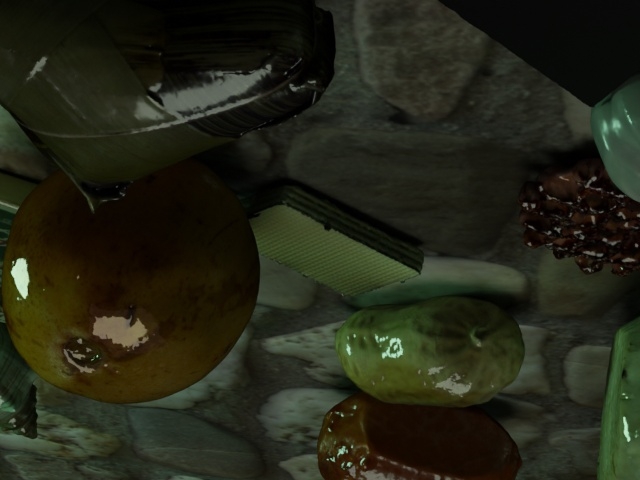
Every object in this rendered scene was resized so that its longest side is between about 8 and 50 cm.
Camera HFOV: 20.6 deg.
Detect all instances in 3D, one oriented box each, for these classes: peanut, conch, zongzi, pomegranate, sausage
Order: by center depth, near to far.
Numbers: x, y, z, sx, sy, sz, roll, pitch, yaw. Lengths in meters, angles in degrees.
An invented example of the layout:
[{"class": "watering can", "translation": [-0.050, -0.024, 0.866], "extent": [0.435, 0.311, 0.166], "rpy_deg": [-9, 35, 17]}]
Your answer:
[{"class": "zongzi", "translation": [-0.178, -0.182, 1.388], "extent": [0.289, 0.154, 0.317], "rpy_deg": [-21, 138, 34]}, {"class": "pomegranate", "translation": [-0.184, 0.032, 1.727], "extent": [0.264, 0.264, 0.264], "rpy_deg": [6, 156, 3]}, {"class": "peanut", "translation": [0.119, 0.126, 1.999], "extent": [0.224, 0.129, 0.129], "rpy_deg": [-7, 152, 29]}, {"class": "conch", "translation": [-0.408, 0.154, 2.235], "extent": [0.114, 0.234, 0.137], "rpy_deg": [-15, -168, -5]}, {"class": "sausage", "translation": [0.129, 0.277, 2.291], "extent": [0.268, 0.153, 0.141], "rpy_deg": [12, 155, -11]}]

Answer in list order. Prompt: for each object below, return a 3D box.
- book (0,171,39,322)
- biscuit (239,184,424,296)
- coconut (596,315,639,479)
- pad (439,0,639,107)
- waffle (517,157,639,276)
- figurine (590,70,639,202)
[{"class": "book", "translation": [-0.372, 0.015, 1.992], "extent": [0.260, 0.043, 0.371], "rpy_deg": [17, 154, -20]}, {"class": "biscuit", "translation": [0.000, 0.000, 1.854], "extent": [0.199, 0.041, 0.121], "rpy_deg": [27, 152, -34]}, {"class": "coconut", "translation": [0.453, 0.199, 1.874], "extent": [0.323, 0.323, 0.323], "rpy_deg": [6, 156, 3]}, {"class": "pad", "translation": [0.194, -0.214, 1.283], "extent": [0.202, 0.005, 0.300], "rpy_deg": [34, 151, -7]}, {"class": "waffle", "translation": [0.302, -0.026, 1.697], "extent": [0.221, 0.055, 0.234], "rpy_deg": [-11, 155, 32]}, {"class": "figurine", "translation": [0.342, -0.095, 1.437], "extent": [0.236, 0.133, 0.176], "rpy_deg": [11, 147, -15]}]
